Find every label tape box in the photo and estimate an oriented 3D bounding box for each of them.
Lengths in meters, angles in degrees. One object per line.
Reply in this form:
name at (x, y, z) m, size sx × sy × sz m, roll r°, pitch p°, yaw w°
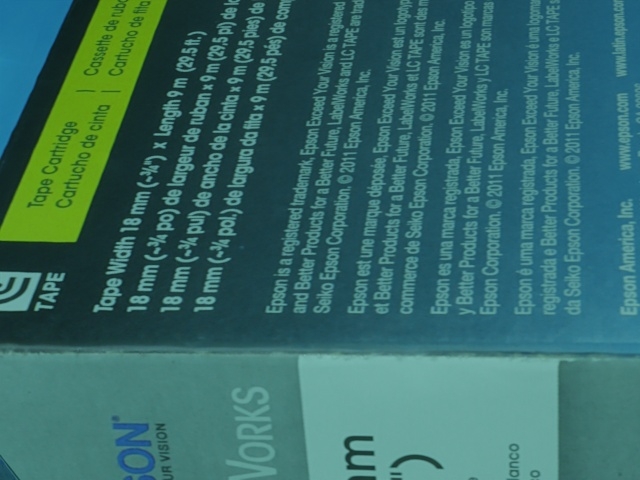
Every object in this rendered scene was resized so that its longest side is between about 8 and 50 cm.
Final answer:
label tape box at (0.000, 0.000, 0.633) m, size 0.334 × 0.106 × 0.240 m, roll 1°, pitch 35°, yaw 8°

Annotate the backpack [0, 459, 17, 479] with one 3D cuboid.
backpack at (-0.217, 0.149, 0.692) m, size 0.290 × 0.273 × 0.355 m, roll -32°, pitch 37°, yaw 13°
